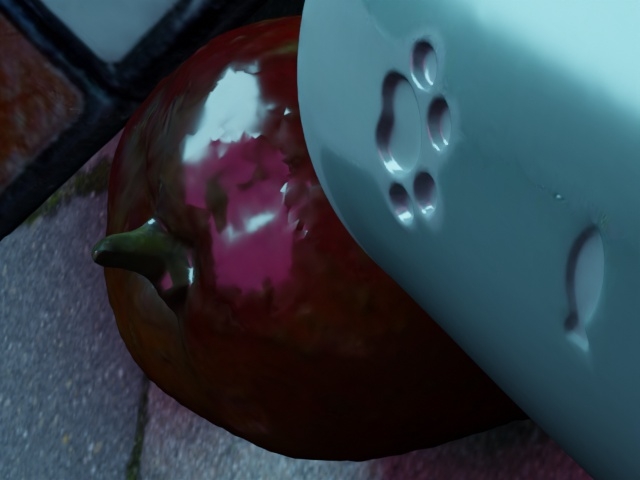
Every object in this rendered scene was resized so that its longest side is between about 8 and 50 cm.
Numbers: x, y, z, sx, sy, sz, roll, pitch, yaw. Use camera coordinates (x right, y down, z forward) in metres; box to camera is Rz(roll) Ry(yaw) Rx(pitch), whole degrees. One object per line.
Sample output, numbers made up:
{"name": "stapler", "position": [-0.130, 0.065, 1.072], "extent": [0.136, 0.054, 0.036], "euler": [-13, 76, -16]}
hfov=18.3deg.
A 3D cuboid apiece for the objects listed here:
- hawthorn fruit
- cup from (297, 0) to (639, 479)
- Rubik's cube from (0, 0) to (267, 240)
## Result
{"name": "hawthorn fruit", "position": [0.000, 0.000, 0.867], "extent": [0.215, 0.250, 0.215], "euler": [16, 112, 47]}
{"name": "cup", "position": [0.195, -0.060, 0.615], "extent": [0.356, 0.259, 0.274], "euler": [-55, 39, 11]}
{"name": "Rubik's cube", "position": [-0.141, -0.240, 1.010], "extent": [0.316, 0.313, 0.318], "euler": [-39, 11, 37]}
